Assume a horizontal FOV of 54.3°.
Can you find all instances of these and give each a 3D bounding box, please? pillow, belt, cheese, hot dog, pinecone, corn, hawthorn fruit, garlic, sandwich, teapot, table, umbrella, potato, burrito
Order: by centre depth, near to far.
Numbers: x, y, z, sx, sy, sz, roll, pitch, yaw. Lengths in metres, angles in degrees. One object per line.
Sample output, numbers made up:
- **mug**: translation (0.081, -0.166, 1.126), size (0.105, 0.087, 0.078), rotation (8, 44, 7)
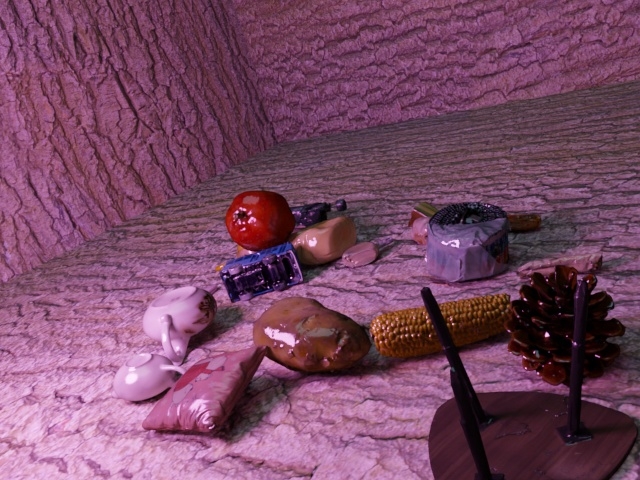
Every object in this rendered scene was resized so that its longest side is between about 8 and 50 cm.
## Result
- **table**: translation (0.256, 0.207, 0.934), size (0.318, 0.248, 0.317), rotation (-16, 18, 5)
- **pinecone**: translation (0.422, 0.140, 1.086), size (0.208, 0.207, 0.207), rotation (-16, 18, 5)
- **corn**: translation (0.243, 0.178, 1.277), size (0.311, 0.101, 0.101), rotation (-10, 18, 3)
- **pillow**: translation (-0.240, 0.313, 1.317), size (0.236, 0.084, 0.223), rotation (-15, 25, 38)
- **potato**: translation (-0.021, 0.211, 1.363), size (0.296, 0.141, 0.192), rotation (6, 18, 44)
- **burrito**: translation (0.547, 0.057, 1.429), size (0.186, 0.045, 0.041), rotation (-8, 56, 22)
- **teapot**: translation (-0.411, 0.323, 1.485), size (0.227, 0.092, 0.145), rotation (-6, 22, 22)
- **belt**: translation (0.379, 0.001, 1.595), size (0.207, 0.149, 0.257), rotation (2, 25, 23)
- **teapot**: translation (-0.380, 0.216, 1.692), size (0.205, 0.139, 0.298), rotation (-12, 16, 11)
- **hot dog**: translation (0.549, -0.048, 1.752), size (0.144, 0.038, 0.062), rotation (0, 28, 48)
- **cheese**: translation (0.148, 0.031, 1.877), size (0.171, 0.047, 0.092), rotation (-20, 19, -8)
- **garlic**: translation (0.315, -0.036, 1.878), size (0.094, 0.074, 0.113), rotation (-37, 9, -23)
- **hawthorn fruit**: translation (-0.198, -0.065, 1.934), size (0.205, 0.204, 0.253), rotation (-10, -17, 23)
- **cheese**: translation (0.000, 0.000, 2.018), size (0.214, 0.117, 0.226), rotation (-8, 15, 38)
- **sandwich**: translation (0.354, -0.061, 2.023), size (0.117, 0.074, 0.074), rotation (31, 42, 24)
- **umbrella**: translation (-0.067, -0.092, 2.364), size (0.349, 0.094, 0.143), rotation (-11, 13, 15)

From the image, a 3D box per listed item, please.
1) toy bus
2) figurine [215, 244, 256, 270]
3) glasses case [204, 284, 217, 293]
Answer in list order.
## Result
- **toy bus**: translation (-0.171, 0.091, 1.890), size (0.234, 0.116, 0.133), rotation (-17, 15, 9)
- **figurine**: translation (-0.239, 0.050, 2.073), size (0.156, 0.131, 0.246), rotation (-48, 0, 35)
- **glasses case**: translation (-0.361, 0.165, 1.999), size (0.032, 0.021, 0.083), rotation (-9, 20, 32)
